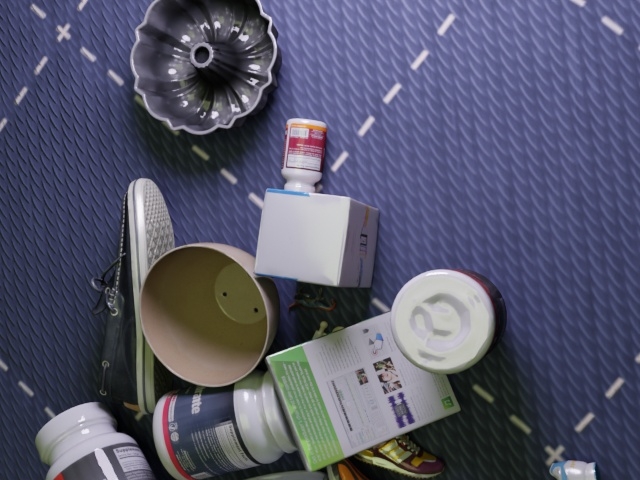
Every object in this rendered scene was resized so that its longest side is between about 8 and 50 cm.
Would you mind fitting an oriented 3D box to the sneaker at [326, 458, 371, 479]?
[{"bbox_3d":[0.155,0.519,1.722,0.180,0.124,0.321,-33,98,7],"label":"sneaker"}]

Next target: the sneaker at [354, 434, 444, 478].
[{"bbox_3d":[0.157,0.406,1.741,0.186,0.069,0.083,12,100,7],"label":"sneaker"}]

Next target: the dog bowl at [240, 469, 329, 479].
[{"bbox_3d":[-0.104,0.534,1.727,0.265,0.265,0.104,-12,87,17],"label":"dog bowl"}]

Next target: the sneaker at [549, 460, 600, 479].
[{"bbox_3d":[0.471,0.525,1.648,0.092,0.087,0.228,-1,81,24],"label":"sneaker"}]

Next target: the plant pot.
[{"bbox_3d":[-0.195,0.128,1.789,0.284,0.191,0.284,5,104,20],"label":"plant pot"}]

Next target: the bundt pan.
[{"bbox_3d":[-0.227,-0.376,1.866,0.331,0.124,0.330,-1,88,16],"label":"bundt pan"}]

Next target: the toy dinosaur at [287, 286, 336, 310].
[{"bbox_3d":[-0.012,0.128,1.839,0.082,0.047,0.090,35,132,7],"label":"toy dinosaur"}]

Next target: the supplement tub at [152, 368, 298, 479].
[{"bbox_3d":[-0.182,0.370,1.793,0.272,0.191,0.191,-18,83,16],"label":"supplement tub"}]

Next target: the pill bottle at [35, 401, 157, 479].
[{"bbox_3d":[-0.443,0.534,1.839,0.210,0.210,0.363,-42,63,12],"label":"pill bottle"}]

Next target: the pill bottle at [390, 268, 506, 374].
[{"bbox_3d":[0.243,0.139,1.601,0.176,0.318,0.176,-1,88,17],"label":"pill bottle"}]

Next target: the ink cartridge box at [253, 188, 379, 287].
[{"bbox_3d":[0.000,0.000,1.727,0.171,0.233,0.168,7,88,18],"label":"ink cartridge box"}]

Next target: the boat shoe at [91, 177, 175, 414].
[{"bbox_3d":[-0.403,0.118,1.878,0.156,0.187,0.499,2,94,12],"label":"boat shoe"}]

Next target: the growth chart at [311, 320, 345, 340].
[{"bbox_3d":[0.062,0.287,1.809,0.237,0.021,0.172,34,98,15],"label":"growth chart"}]

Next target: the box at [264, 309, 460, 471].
[{"bbox_3d":[0.081,0.278,1.707,0.322,0.058,0.232,-18,80,-16],"label":"box"}]

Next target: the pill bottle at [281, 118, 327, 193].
[{"bbox_3d":[-0.036,-0.169,1.820,0.086,0.086,0.151,7,91,17],"label":"pill bottle"}]
